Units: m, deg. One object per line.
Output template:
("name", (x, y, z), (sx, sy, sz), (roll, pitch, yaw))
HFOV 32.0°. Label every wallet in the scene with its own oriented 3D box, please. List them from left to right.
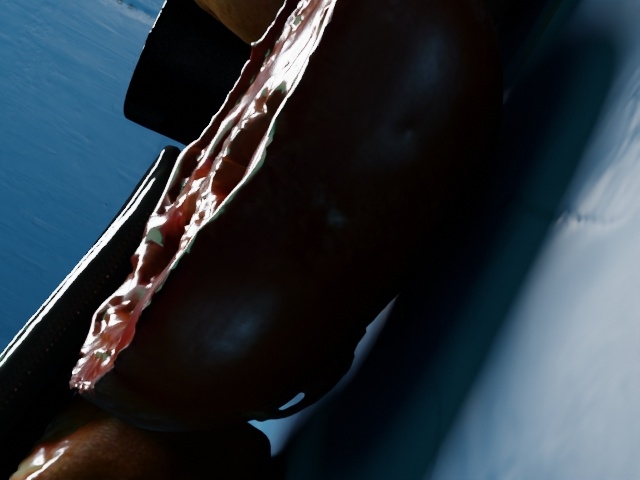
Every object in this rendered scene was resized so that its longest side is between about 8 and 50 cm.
("wallet", (-0.142, 0.067, 0.563), (0.250, 0.044, 0.149), (-56, 5, -29))

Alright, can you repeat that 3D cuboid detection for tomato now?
("tomato", (-0.004, -0.019, 0.447), (0.228, 0.101, 0.228), (-52, 17, 23))

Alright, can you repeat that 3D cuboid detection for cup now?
("cup", (-0.032, -0.081, 0.750), (0.239, 0.177, 0.166), (-61, 5, 10))

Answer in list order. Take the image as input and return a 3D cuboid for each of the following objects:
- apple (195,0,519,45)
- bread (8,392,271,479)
("apple", (0.021, -0.189, 0.573), (0.211, 0.211, 0.188), (-62, 10, -6))
("bread", (-0.134, 0.205, 0.541), (0.295, 0.114, 0.327), (-60, 3, 3))
